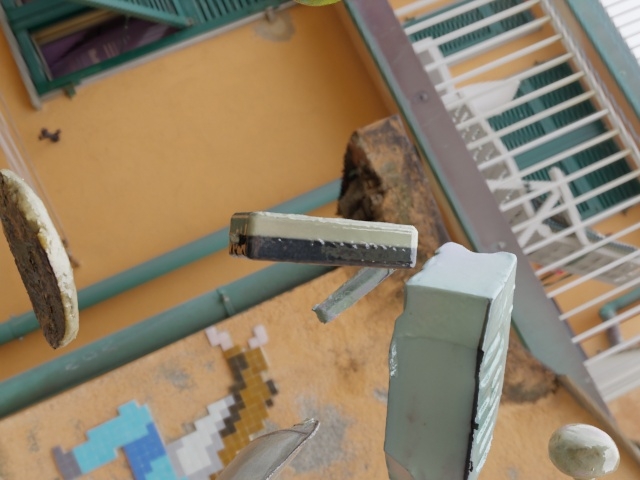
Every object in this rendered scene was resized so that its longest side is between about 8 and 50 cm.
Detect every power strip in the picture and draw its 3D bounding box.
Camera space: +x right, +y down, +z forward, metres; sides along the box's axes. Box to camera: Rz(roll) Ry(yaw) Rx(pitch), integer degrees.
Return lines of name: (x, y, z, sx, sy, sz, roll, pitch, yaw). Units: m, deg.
power strip: (0.000, 0.000, 0.932, 0.105, 0.257, 0.070, 179, -86, -66)

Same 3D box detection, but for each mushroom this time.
mushroom: (0.329, 0.268, 0.853, 0.083, 0.084, 0.067, -151, -126, -77)

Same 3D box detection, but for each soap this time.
soap: (0.134, 0.136, 0.691, 0.091, 0.145, 0.230, 11, -63, 27)

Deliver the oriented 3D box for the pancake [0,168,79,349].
pancake: (-0.528, 0.029, 1.261, 0.356, 0.065, 0.356, 36, -41, 40)

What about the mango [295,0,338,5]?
mango: (0.011, -0.439, 0.940, 0.293, 0.175, 0.143, 115, -8, -63)

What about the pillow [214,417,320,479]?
pillow: (-0.089, 0.278, 0.788, 0.038, 0.131, 0.233, 60, 32, -2)

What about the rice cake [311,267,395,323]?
rice cake: (0.076, 0.080, 1.269, 0.043, 0.211, 0.034, 51, 0, -11)
